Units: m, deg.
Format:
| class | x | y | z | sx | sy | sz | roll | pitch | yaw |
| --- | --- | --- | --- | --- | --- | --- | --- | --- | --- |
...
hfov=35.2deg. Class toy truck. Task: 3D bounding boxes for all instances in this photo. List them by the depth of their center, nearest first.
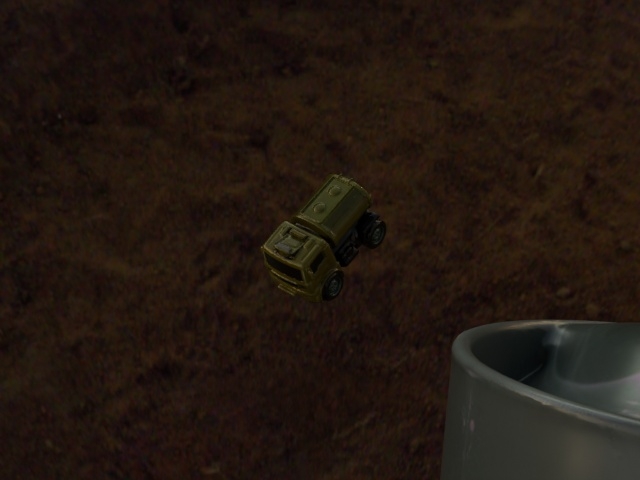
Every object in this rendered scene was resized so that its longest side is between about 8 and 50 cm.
| class | x | y | z | sx | sy | sz | roll | pitch | yaw |
| --- | --- | --- | --- | --- | --- | --- | --- | --- | --- |
| toy truck | 0.000 | 0.000 | 0.685 | 0.049 | 0.054 | 0.083 | 27 | 65 | 33 |

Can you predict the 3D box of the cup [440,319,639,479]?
| class | x | y | z | sx | sy | sz | roll | pitch | yaw |
| --- | --- | --- | --- | --- | --- | --- | --- | --- | --- |
| cup | 0.142 | 0.199 | 0.424 | 0.205 | 0.205 | 0.312 | 6 | 97 | 1 |
